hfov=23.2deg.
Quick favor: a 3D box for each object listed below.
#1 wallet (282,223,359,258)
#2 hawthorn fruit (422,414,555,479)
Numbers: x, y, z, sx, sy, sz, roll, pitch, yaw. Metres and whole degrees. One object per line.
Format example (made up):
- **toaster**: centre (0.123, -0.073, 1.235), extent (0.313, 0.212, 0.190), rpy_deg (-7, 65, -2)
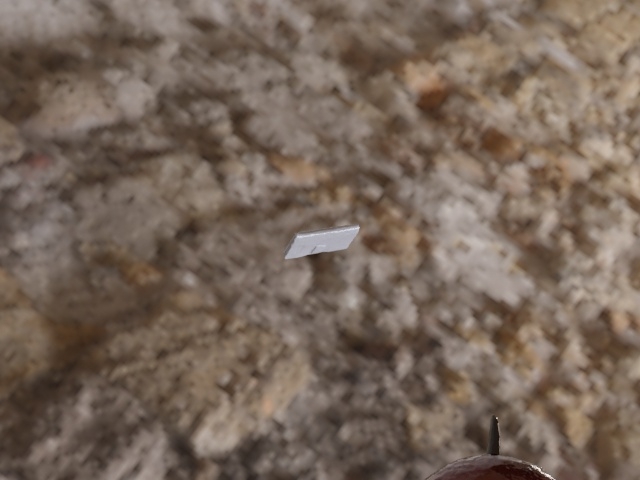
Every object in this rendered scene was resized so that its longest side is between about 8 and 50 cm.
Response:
- **wallet**: centre (0.000, 0.000, 1.715), extent (0.083, 0.011, 0.044), rpy_deg (-10, 150, -30)
- **hawthorn fruit**: centre (0.199, 0.376, 1.805), extent (0.285, 0.285, 0.369), rpy_deg (115, -20, -58)
